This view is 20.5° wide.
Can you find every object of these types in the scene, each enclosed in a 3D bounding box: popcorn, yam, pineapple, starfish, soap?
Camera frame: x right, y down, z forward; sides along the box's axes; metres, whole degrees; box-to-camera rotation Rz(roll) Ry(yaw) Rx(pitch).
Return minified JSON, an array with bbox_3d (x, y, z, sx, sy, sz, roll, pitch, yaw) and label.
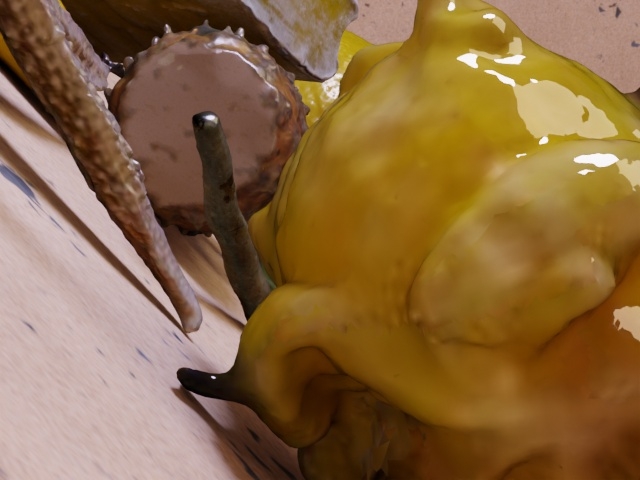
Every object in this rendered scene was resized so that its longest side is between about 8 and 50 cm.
[{"bbox_3d":[0.070,0.045,0.833,0.297,0.281,0.316,120,-41,-74],"label":"popcorn"},{"bbox_3d":[-0.055,-0.007,1.105,0.234,0.027,0.029,77,7,-55],"label":"yam"},{"bbox_3d":[-0.077,-0.075,1.300,0.170,0.141,0.310,37,0,4],"label":"pineapple"},{"bbox_3d":[-0.144,-0.183,0.951,0.398,0.132,0.384,40,-23,47],"label":"starfish"},{"bbox_3d":[-0.130,-0.195,1.332,0.274,0.089,0.173,9,-17,33],"label":"soap"}]

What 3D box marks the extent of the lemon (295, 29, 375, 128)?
[{"bbox_3d":[-0.003,-0.128,2.097,0.260,0.260,0.284,46,-17,-20],"label":"lemon"}]

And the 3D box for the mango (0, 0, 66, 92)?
[{"bbox_3d":[-0.204,-0.152,1.209,0.187,0.066,0.101,56,-2,21],"label":"mango"}]

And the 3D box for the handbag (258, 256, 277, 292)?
[{"bbox_3d":[0.099,0.022,1.488,0.263,0.241,0.222,47,4,-6],"label":"handbag"}]
